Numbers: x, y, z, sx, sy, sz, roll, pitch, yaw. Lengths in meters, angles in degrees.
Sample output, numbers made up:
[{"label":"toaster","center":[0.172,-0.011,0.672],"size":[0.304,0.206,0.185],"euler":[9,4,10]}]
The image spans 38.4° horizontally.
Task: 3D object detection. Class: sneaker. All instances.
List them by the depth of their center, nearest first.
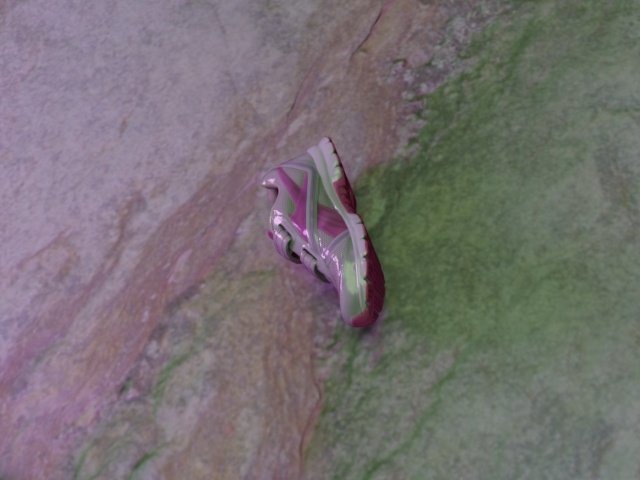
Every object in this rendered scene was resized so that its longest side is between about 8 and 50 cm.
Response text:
[{"label":"sneaker","center":[0.000,0.000,1.074],"size":[0.111,0.103,0.252],"euler":[-21,53,4]}]
